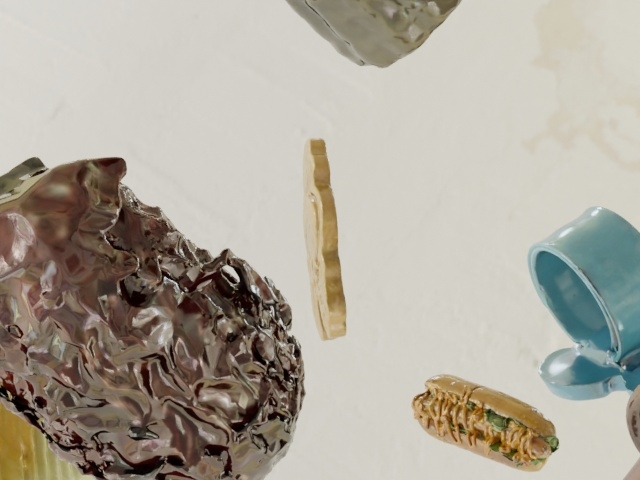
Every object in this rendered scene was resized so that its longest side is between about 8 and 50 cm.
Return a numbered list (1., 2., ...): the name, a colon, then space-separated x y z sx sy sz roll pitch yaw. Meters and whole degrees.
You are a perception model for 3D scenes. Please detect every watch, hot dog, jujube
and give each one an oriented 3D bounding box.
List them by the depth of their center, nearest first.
1. jujube: -0.073 0.039 0.473 0.104 0.166 0.104 -22 -135 24
2. hot dog: 0.166 0.189 1.359 0.188 0.072 0.055 15 -176 43
3. watch: 0.331 0.066 1.470 0.211 0.193 0.211 -24 -160 9

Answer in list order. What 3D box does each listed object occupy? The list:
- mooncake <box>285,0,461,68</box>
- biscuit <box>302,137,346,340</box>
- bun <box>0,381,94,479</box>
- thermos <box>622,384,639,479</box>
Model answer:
1. mooncake: 0.056 -0.276 1.154 0.124 0.228 0.228 32 -139 -25
2. biscuit: 0.001 -0.001 1.516 0.040 0.144 0.236 -7 -95 -13
3. bun: -0.285 0.129 0.997 0.244 0.153 0.244 31 -134 -40
4. thermos: 0.217 0.106 0.634 0.099 0.232 0.124 37 -179 -23
